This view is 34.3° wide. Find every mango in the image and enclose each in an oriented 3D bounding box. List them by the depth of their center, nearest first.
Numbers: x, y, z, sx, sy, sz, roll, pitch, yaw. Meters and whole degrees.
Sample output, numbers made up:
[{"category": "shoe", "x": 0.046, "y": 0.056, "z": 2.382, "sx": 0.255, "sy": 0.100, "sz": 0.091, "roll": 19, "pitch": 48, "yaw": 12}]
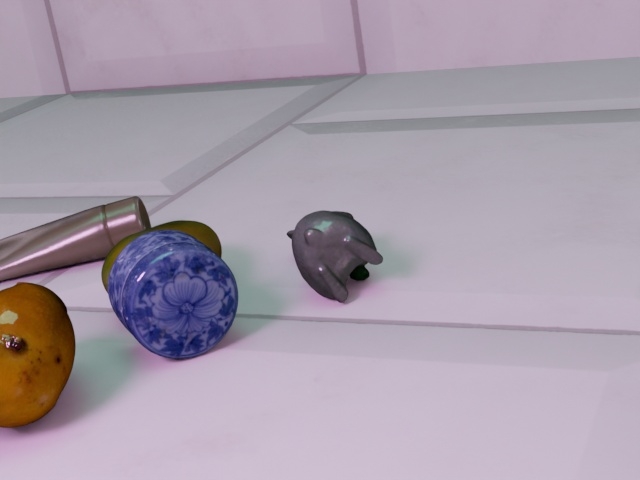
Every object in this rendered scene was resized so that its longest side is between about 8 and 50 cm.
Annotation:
[{"category": "mango", "x": -0.356, "y": 0.131, "z": 1.211, "sx": 0.166, "sy": 0.136, "sz": 0.236, "roll": -60, "pitch": 13, "yaw": -12}, {"category": "mango", "x": -0.216, "y": 0.034, "z": 1.478, "sx": 0.156, "sy": 0.114, "sz": 0.251, "roll": -17, "pitch": 4, "yaw": 14}]

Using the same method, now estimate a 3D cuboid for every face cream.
[{"category": "face cream", "x": -0.448, "y": 0.012, "z": 1.693, "sx": 0.341, "sy": 0.084, "sz": 0.137, "roll": -16, "pitch": 29, "yaw": 2}]

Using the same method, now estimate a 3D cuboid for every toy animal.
[{"category": "toy animal", "x": 0.008, "y": -0.005, "z": 1.459, "sx": 0.108, "sy": 0.138, "sz": 0.236, "roll": -43, "pitch": 24, "yaw": 6}]

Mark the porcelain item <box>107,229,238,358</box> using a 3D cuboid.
[{"category": "porcelain item", "x": -0.185, "y": 0.067, "z": 1.303, "sx": 0.147, "sy": 0.147, "sz": 0.114, "roll": -16, "pitch": 21, "yaw": -20}]
